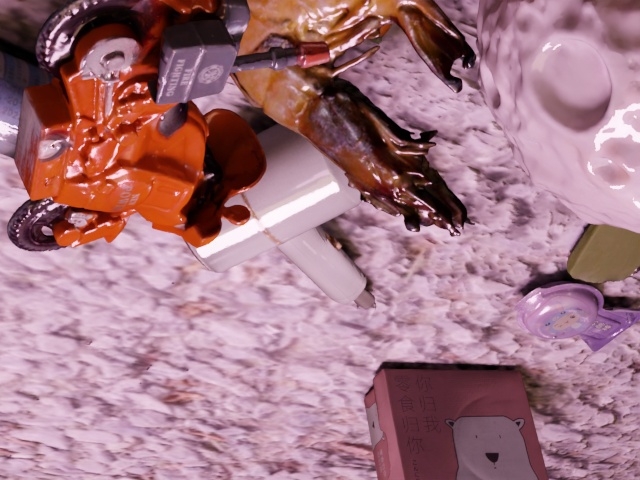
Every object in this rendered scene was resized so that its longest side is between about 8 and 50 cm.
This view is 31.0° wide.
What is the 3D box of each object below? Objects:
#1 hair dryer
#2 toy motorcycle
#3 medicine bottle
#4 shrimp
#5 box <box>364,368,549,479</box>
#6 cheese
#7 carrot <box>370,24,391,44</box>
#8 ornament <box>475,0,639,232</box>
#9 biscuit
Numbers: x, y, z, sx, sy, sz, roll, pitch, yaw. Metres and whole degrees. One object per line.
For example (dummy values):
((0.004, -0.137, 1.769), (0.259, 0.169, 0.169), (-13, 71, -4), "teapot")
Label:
((0.000, 0.000, 1.209), (0.173, 0.108, 0.357), (-24, 149, 13), "hair dryer")
((-0.131, -0.099, 0.922), (0.221, 0.148, 0.326), (-14, 152, -29), "toy motorcycle")
((-0.299, -0.128, 0.952), (0.203, 0.083, 0.083), (22, 129, -38), "medicine bottle")
((0.054, -0.134, 0.993), (0.289, 0.075, 0.178), (42, 117, 0), "shrimp")
((0.173, 0.278, 1.483), (0.215, 0.215, 0.086), (3, 148, -22), "box")
((0.317, 0.092, 1.437), (0.191, 0.042, 0.105), (16, 134, -35), "cheese")
((0.048, -0.226, 0.981), (0.035, 0.035, 0.142), (-7, 135, -8), "carrot")
((0.288, -0.157, 0.901), (0.337, 0.337, 0.337), (-8, 141, -7), "ornament")
((0.373, -0.062, 1.271), (0.099, 0.038, 0.322), (5, 138, -17), "biscuit")
